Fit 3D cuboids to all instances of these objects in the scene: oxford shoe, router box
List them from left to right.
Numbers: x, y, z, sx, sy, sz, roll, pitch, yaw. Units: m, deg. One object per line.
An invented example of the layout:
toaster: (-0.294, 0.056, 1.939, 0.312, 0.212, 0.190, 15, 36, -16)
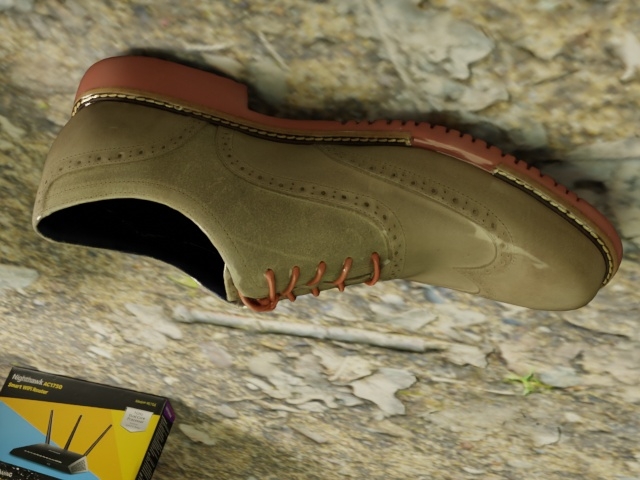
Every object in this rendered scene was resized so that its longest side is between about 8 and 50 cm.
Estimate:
router box: (-0.253, 0.208, 1.070, 0.179, 0.133, 0.046, 9, 146, 15)
oxford shoe: (0.000, 0.000, 0.638, 0.348, 0.130, 0.123, 14, 147, 9)
